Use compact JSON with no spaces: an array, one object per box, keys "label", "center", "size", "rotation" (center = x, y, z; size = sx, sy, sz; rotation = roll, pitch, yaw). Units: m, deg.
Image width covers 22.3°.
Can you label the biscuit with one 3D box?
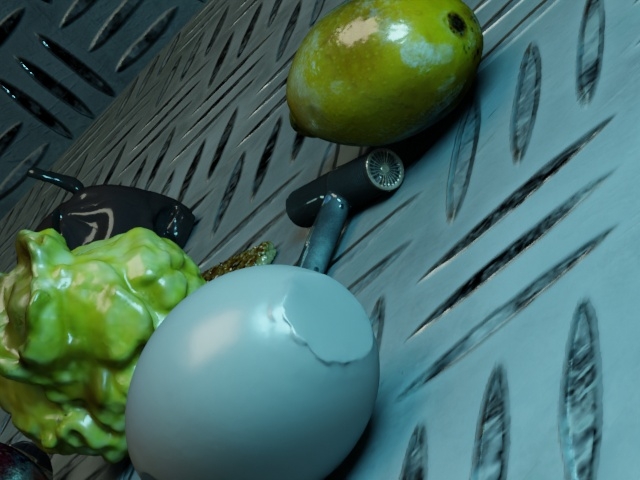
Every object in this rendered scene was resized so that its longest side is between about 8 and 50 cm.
[{"label":"biscuit","center":[-0.134,0.076,1.845],"size":[0.231,0.025,0.131],"rotation":[-27,28,54]}]

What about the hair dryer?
[{"label":"hair dryer","center":[-0.009,0.007,1.624],"size":[0.173,0.050,0.195],"rotation":[-25,33,60]}]

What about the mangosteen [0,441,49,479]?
[{"label":"mangosteen","center":[-0.330,0.295,1.604],"size":[0.216,0.216,0.216],"rotation":[-46,16,18]}]

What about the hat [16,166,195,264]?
[{"label":"hat","center":[-0.353,0.031,2.219],"size":[0.336,0.209,0.238],"rotation":[-44,20,29]}]

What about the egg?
[{"label":"egg","center":[-0.059,0.121,1.253],"size":[0.232,0.176,0.176],"rotation":[-41,19,29]}]

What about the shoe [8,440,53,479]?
[{"label":"shoe","center":[-0.392,0.316,1.889],"size":[0.207,0.091,0.106],"rotation":[-52,21,7]}]

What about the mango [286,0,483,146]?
[{"label":"mango","center":[0.054,-0.162,1.622],"size":[0.193,0.146,0.316],"rotation":[-24,-4,-20]}]

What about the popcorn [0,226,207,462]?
[{"label":"popcorn","center":[-0.241,0.100,1.712],"size":[0.224,0.270,0.258],"rotation":[-70,-19,-48]}]
